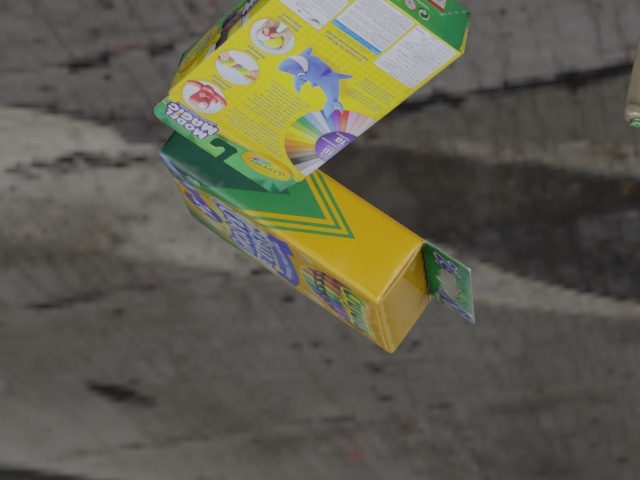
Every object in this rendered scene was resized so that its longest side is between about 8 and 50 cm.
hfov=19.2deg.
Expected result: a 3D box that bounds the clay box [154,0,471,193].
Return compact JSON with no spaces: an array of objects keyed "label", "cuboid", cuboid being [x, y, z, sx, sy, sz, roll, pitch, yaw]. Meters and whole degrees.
[{"label":"clay box","cuboid":[-0.012,-0.128,1.372,0.127,0.053,0.222,34,136,-21]}]

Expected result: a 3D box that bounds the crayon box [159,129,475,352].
[{"label":"crayon box","cuboid":[0.000,0.000,1.907,0.323,0.083,0.203,33,168,15]}]

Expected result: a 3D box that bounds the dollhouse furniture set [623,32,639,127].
[{"label":"dollhouse furniture set","cuboid":[0.434,-0.200,1.971,0.198,0.301,0.151,11,156,11]}]
